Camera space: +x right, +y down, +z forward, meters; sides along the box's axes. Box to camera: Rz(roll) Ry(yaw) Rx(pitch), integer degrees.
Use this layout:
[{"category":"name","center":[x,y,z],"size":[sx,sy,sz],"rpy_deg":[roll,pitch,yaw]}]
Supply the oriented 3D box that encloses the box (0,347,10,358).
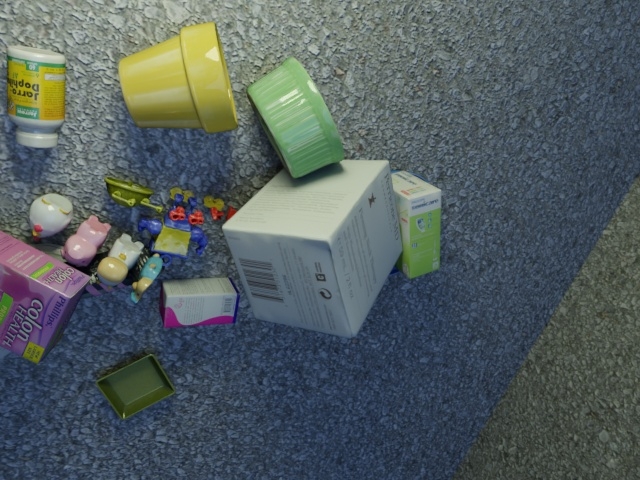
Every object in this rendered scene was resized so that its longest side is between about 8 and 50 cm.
[{"category":"box","center":[-0.929,0.188,1.280],"size":[0.232,0.058,0.322],"rpy_deg":[-35,123,-7]}]

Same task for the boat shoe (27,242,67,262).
[{"category":"boat shoe","center":[-0.760,0.054,1.289],"size":[0.226,0.076,0.083],"rpy_deg":[4,112,-28]}]

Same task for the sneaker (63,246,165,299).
[{"category":"sneaker","center":[-0.603,0.097,1.391],"size":[0.319,0.112,0.131],"rpy_deg":[-10,161,-36]}]

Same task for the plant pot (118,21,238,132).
[{"category":"plant pot","center":[-0.343,-0.377,1.205],"size":[0.239,0.254,0.254],"rpy_deg":[-11,119,-4]}]

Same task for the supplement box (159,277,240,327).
[{"category":"supplement box","center":[-0.375,0.188,1.530],"size":[0.220,0.114,0.111],"rpy_deg":[1,114,-29]}]

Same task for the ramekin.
[{"category":"ramekin","center":[-0.073,-0.315,1.331],"size":[0.148,0.303,0.303],"rpy_deg":[-29,124,-3]}]

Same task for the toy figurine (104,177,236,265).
[{"category":"toy figurine","center":[-0.425,-0.018,1.365],"size":[0.362,0.191,0.217],"rpy_deg":[13,112,-30]}]

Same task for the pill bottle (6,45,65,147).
[{"category":"pill bottle","center":[-0.648,-0.325,1.135],"size":[0.117,0.117,0.208],"rpy_deg":[1,114,-27]}]

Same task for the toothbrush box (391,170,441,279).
[{"category":"toothbrush box","center":[0.278,-0.053,1.593],"size":[0.122,0.206,0.283],"rpy_deg":[-16,121,-19]}]

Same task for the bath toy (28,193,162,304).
[{"category":"bath toy","center":[-0.591,0.023,1.277],"size":[0.348,0.151,0.129],"rpy_deg":[35,105,-13]}]

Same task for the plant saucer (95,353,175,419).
[{"category":"plant saucer","center":[-0.590,0.458,1.592],"size":[0.188,0.045,0.188],"rpy_deg":[-25,123,-14]}]

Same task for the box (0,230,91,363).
[{"category":"box","center":[-0.723,0.136,1.187],"size":[0.243,0.117,0.214],"rpy_deg":[30,108,-12]}]

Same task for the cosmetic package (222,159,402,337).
[{"category":"cosmetic package","center":[0.000,0.000,1.399],"size":[0.394,0.327,0.329],"rpy_deg":[-53,138,-44]}]

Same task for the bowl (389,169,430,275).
[{"category":"bowl","center":[0.237,-0.060,1.741],"size":[0.391,0.077,0.391],"rpy_deg":[-11,118,-22]}]
